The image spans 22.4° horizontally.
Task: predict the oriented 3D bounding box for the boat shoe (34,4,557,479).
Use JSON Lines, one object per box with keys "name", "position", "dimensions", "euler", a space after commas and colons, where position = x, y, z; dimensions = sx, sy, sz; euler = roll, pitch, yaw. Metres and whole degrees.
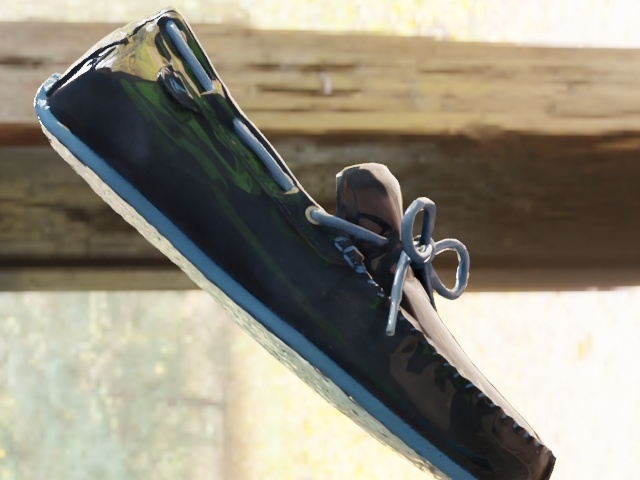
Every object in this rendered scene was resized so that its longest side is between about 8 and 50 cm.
{"name": "boat shoe", "position": [0.000, 0.000, 0.638], "dimensions": [0.089, 0.258, 0.109], "euler": [-46, -6, -9]}
